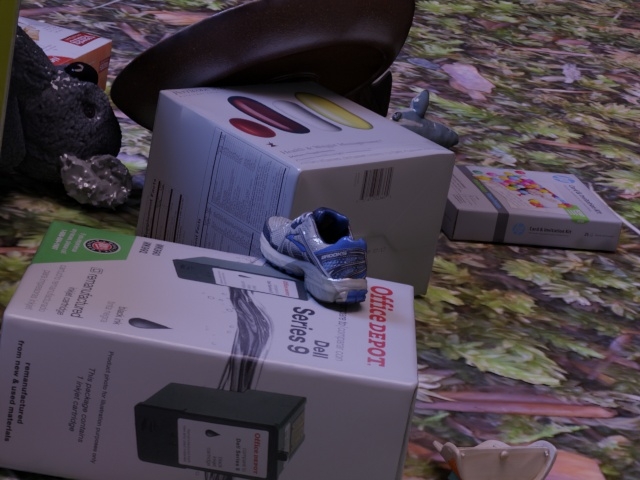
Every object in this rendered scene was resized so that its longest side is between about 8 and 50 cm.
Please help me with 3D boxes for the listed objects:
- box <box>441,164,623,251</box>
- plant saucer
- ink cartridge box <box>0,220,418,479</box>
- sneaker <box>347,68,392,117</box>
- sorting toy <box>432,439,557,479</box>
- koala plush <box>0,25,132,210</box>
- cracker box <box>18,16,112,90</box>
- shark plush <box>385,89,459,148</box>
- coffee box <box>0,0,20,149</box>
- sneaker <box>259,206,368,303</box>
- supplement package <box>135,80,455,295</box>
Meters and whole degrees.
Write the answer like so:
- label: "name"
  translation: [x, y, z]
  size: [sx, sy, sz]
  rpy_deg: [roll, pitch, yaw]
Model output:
- label: "box"
  translation: [0.204, -0.036, 2.056]
  size: [0.186, 0.038, 0.145]
  rpy_deg: [5, 20, -17]
- label: "plant saucer"
  translation: [-0.049, -0.164, 1.907]
  size: [0.311, 0.050, 0.310]
  rpy_deg: [-17, -11, -3]
- label: "ink cartridge box"
  translation: [-0.077, 0.094, 1.427]
  size: [0.289, 0.121, 0.211]
  rpy_deg: [10, 19, -2]
- label: "sneaker"
  translation: [-0.005, -0.153, 2.195]
  size: [0.123, 0.105, 0.290]
  rpy_deg: [11, 8, 10]
- label: "sorting toy"
  translation: [0.121, 0.164, 1.462]
  size: [0.083, 0.044, 0.075]
  rpy_deg: [2, 14, -23]
- label: "koala plush"
  translation: [-0.287, -0.119, 1.888]
  size: [0.221, 0.203, 0.196]
  rpy_deg: [23, 19, -36]
- label: "cracker box"
  translation: [-0.370, -0.207, 2.190]
  size: [0.232, 0.067, 0.156]
  rpy_deg: [16, 21, 13]
- label: "shark plush"
  translation: [0.100, -0.117, 2.208]
  size: [0.067, 0.073, 0.161]
  rpy_deg: [47, 24, 10]
- label: "coffee box"
  translation: [-0.409, -0.099, 1.467]
  size: [0.338, 0.337, 0.334]
  rpy_deg: [7, 20, -11]
- label: "sneaker"
  translation: [0.000, 0.000, 1.462]
  size: [0.052, 0.058, 0.135]
  rpy_deg: [1, 18, -31]
- label: "supplement package"
  translation: [-0.025, -0.042, 1.788]
  size: [0.194, 0.149, 0.203]
  rpy_deg: [-8, 28, -42]
